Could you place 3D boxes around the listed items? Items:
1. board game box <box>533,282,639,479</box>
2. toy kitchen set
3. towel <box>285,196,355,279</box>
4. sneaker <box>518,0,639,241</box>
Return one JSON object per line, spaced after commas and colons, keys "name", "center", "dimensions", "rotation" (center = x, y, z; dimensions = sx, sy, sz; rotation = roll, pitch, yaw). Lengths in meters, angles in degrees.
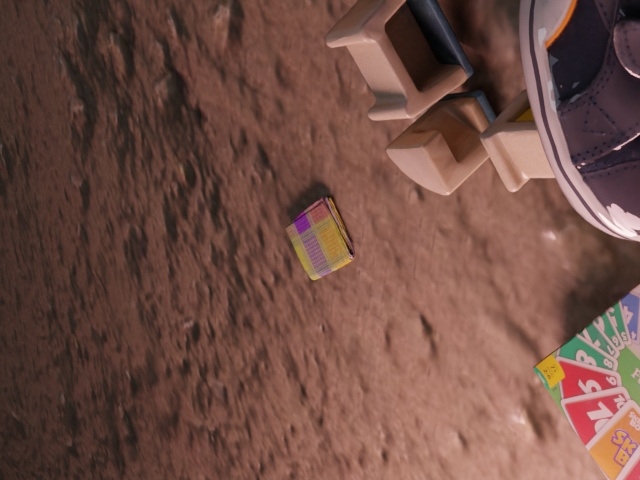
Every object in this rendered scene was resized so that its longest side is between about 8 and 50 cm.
{"name": "board game box", "center": [0.229, 0.068, 0.613], "dimensions": [0.124, 0.039, 0.259], "rotation": [58, 144, 16]}
{"name": "toy kitchen set", "center": [0.096, -0.144, 0.642], "dimensions": [0.166, 0.122, 0.207], "rotation": [4, 131, 56]}
{"name": "towel", "center": [0.000, 0.000, 0.939], "dimensions": [0.083, 0.009, 0.060], "rotation": [-34, 80, 59]}
{"name": "sneaker", "center": [0.167, -0.140, 0.479], "dimensions": [0.127, 0.126, 0.321], "rotation": [-145, 44, -63]}
